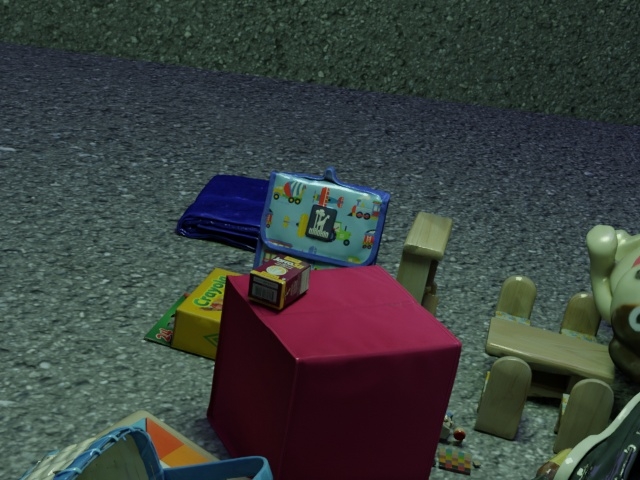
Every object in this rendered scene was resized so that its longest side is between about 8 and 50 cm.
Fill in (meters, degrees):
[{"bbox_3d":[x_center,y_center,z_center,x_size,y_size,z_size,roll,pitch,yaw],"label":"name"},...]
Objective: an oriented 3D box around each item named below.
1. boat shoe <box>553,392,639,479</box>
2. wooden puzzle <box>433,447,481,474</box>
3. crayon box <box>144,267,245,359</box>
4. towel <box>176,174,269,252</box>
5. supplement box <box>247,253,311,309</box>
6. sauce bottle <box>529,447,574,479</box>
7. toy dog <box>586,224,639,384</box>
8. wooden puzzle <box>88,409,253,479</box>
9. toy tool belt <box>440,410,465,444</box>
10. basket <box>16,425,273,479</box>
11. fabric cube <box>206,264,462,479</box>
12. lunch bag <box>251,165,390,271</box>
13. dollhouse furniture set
[{"bbox_3d":[0.487,0.329,1.592,0.113,0.127,0.340,29,30,34],"label":"boat shoe"},{"bbox_3d":[0.206,0.339,1.593,0.083,0.006,0.049,12,22,3],"label":"wooden puzzle"},{"bbox_3d":[-0.123,0.142,1.815,0.318,0.081,0.202,14,23,9],"label":"crayon box"},{"bbox_3d":[-0.172,-0.073,2.312,0.228,0.076,0.308,13,22,3],"label":"towel"},{"bbox_3d":[-0.057,0.057,1.442,0.055,0.043,0.083,17,24,22],"label":"supplement box"},{"bbox_3d":[0.355,0.355,1.580,0.042,0.042,0.128,27,29,34],"label":"sauce bottle"},{"bbox_3d":[0.611,0.115,1.812,0.285,0.395,0.408,-16,2,24],"label":"toy dog"},{"bbox_3d":[-0.237,0.316,1.384,0.239,0.044,0.221,23,29,27],"label":"wooden puzzle"},{"bbox_3d":[0.191,0.288,1.650,0.083,0.052,0.051,12,31,2],"label":"toy tool belt"},{"bbox_3d":[-0.219,0.320,1.146,0.289,0.201,0.255,-14,12,27],"label":"basket"},{"bbox_3d":[0.009,0.205,1.503,0.258,0.254,0.259,-3,27,-27],"label":"fabric cube"},{"bbox_3d":[0.000,0.000,1.931,0.221,0.293,0.138,12,22,4],"label":"lunch bag"},{"bbox_3d":[0.322,0.137,1.802,0.394,0.256,0.362,14,23,8],"label":"dollhouse furniture set"}]
